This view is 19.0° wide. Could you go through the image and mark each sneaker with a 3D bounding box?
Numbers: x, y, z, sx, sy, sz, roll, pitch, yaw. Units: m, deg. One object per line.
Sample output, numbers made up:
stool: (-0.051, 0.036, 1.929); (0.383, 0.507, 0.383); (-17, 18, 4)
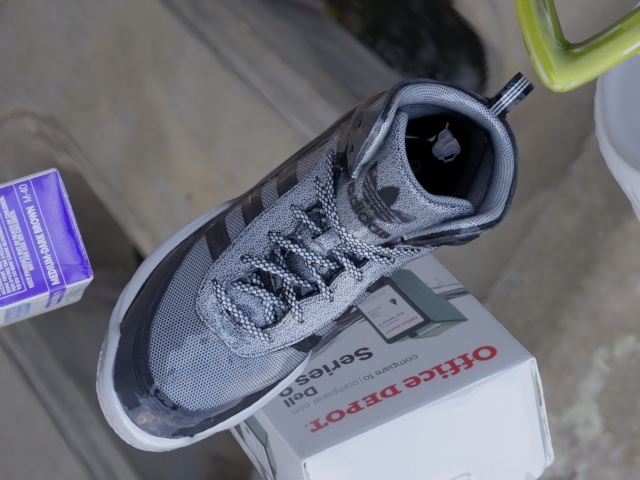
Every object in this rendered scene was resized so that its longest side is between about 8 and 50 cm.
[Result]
sneaker: (0.000, 0.000, 0.978); (0.268, 0.153, 0.101); (-42, 95, -21)

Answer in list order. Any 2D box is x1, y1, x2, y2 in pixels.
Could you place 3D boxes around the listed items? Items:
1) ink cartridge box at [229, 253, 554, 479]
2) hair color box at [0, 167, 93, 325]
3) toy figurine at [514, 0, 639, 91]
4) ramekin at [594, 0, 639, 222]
ink cartridge box: (0.031, 0.109, 1.584); (0.211, 0.289, 0.122); (-23, 125, -15)
hair color box: (-0.370, 0.049, 1.610); (0.338, 0.110, 0.185); (-17, 176, -12)
toy figurine: (0.163, -0.205, 0.434); (0.362, 0.191, 0.217); (-35, -178, 21)
ramekin: (0.339, -0.109, 1.497); (0.273, 0.273, 0.127); (-48, 135, 7)
